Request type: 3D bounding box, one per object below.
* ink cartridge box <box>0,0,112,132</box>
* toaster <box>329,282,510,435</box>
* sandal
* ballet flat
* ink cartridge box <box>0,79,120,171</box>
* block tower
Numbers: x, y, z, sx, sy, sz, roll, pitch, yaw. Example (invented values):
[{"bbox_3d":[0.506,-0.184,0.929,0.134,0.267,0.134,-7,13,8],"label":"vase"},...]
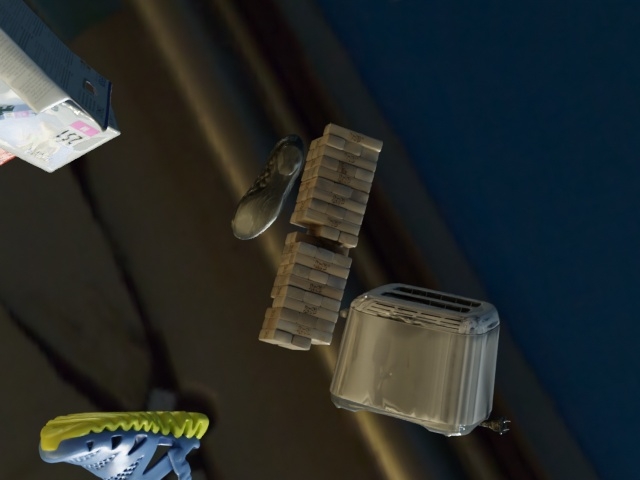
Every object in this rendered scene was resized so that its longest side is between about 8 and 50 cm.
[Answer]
[{"bbox_3d":[-0.318,-0.206,1.554,0.224,0.045,0.223,45,8,-17],"label":"ink cartridge box"},{"bbox_3d":[0.124,0.140,1.750,0.227,0.129,0.146,12,-77,24],"label":"toaster"},{"bbox_3d":[-0.286,0.322,2.179,0.126,0.317,0.138,-3,-98,40],"label":"sandal"},{"bbox_3d":[-0.069,-0.072,2.038,0.173,0.057,0.049,-56,-173,21],"label":"ballet flat"},{"bbox_3d":[-0.442,-0.153,1.956,0.275,0.239,0.060,30,36,-61],"label":"ink cartridge box"},{"bbox_3d":[0.000,0.000,2.204,0.097,0.091,0.335,170,-63,-73],"label":"block tower"}]
